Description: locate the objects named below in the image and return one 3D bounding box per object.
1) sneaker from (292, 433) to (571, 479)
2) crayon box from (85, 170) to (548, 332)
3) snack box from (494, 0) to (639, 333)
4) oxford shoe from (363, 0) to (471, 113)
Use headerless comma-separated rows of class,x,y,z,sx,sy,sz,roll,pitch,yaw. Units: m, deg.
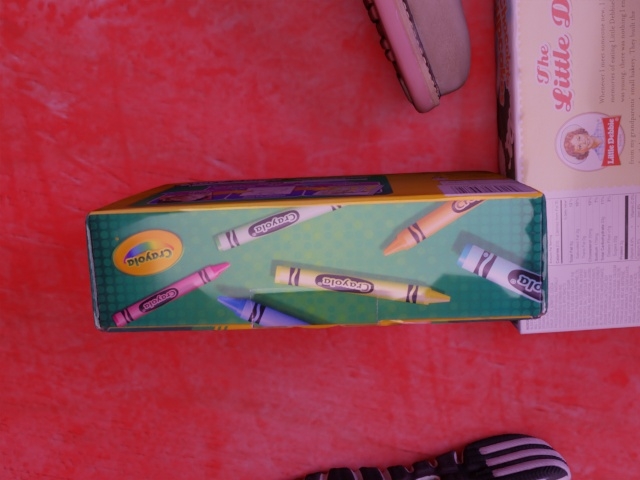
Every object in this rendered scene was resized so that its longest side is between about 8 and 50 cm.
sneaker,0.078,0.274,0.567,0.281,0.106,0.162,-13,103,4
crayon box,0.000,0.000,0.487,0.278,0.165,0.081,-2,100,4
snack box,0.231,-0.096,0.511,0.187,0.060,0.322,-4,100,2
oxford shoe,0.070,-0.284,0.432,0.146,0.140,0.397,-11,109,4
